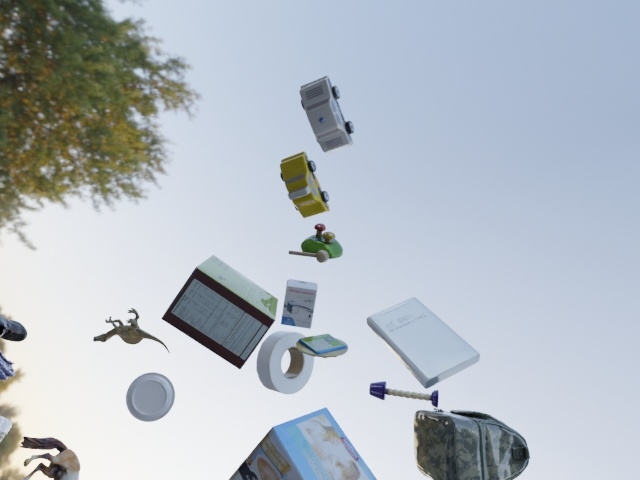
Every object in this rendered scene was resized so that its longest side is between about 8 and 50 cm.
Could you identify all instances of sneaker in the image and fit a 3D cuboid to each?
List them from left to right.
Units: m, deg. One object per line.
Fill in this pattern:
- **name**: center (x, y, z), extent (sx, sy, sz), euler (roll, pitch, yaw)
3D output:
- **sneaker**: center (-0.752, 0.205, 1.007), extent (0.089, 0.051, 0.170), euler (34, -23, 43)

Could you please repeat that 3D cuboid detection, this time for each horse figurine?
- **horse figurine**: center (-0.624, 0.581, 1.021), extent (0.066, 0.174, 0.263), euler (-21, -105, 11)

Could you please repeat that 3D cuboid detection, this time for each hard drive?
- **hard drive**: center (0.359, 0.353, 1.564), extent (0.353, 0.233, 0.047), euler (44, -33, 51)

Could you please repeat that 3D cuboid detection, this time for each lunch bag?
- **lunch bag**: center (0.462, 0.647, 1.362), extent (0.305, 0.256, 0.213), euler (126, -31, -69)

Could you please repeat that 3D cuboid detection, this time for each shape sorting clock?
- **shape sorting clock**: center (0.006, 0.416, 1.697), extent (0.206, 0.206, 0.040), euler (16, -75, 41)

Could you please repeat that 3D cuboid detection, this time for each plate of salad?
- **plate of salad**: center (-0.712, 0.656, 1.822), extent (0.048, 0.199, 0.200), euler (123, -57, -78)

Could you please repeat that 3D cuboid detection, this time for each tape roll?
- **tape roll**: center (-0.160, 0.569, 2.033), extent (0.100, 0.286, 0.286), euler (-7, -82, 43)

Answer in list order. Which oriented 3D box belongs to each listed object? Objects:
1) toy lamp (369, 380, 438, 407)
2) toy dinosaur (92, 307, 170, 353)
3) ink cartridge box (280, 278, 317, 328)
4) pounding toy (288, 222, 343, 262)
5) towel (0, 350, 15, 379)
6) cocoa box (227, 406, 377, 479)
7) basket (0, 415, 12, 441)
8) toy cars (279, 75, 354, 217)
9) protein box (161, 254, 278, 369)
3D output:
- **toy lamp**: center (0.336, 0.622, 1.758), extent (0.274, 0.080, 0.080), euler (5, -71, 13)
- **toy dinosaur**: center (-0.436, 0.211, 1.012), extent (0.183, 0.053, 0.093), euler (5, -61, 3)
- **ink cartridge box**: center (-0.094, 0.280, 1.917), extent (0.139, 0.082, 0.191), euler (8, -72, -2)
- **pounding toy**: center (0.000, 0.000, 1.788), extent (0.183, 0.237, 0.110), euler (16, -70, 22)
- **towel**: center (-0.778, 0.190, 0.860), extent (0.336, 0.243, 0.040), euler (113, -16, -49)
- **cocoa box**: center (-0.011, 0.635, 1.053), extent (0.347, 0.231, 0.228), euler (48, -67, 30)
- **basket**: center (-1.116, 0.550, 1.159), extent (0.331, 0.266, 0.328), euler (10, -36, 1)
- **toy cars**: center (-0.020, -0.226, 1.148), extent (0.176, 0.087, 0.394), euler (22, -59, 5)
- **protein box**: center (-0.220, 0.155, 0.999), extent (0.201, 0.200, 0.136), euler (36, -88, -7)
